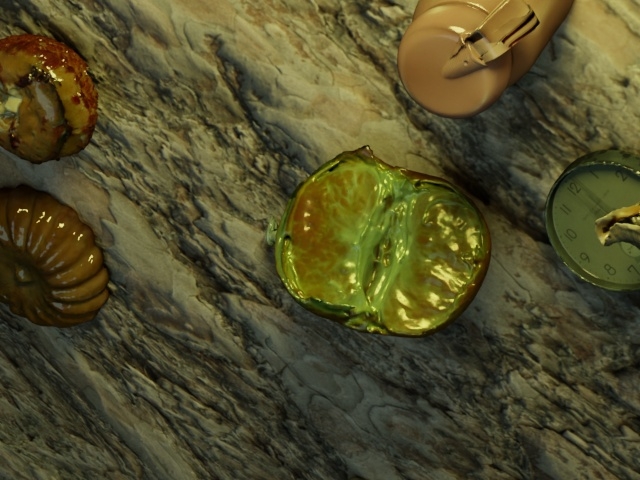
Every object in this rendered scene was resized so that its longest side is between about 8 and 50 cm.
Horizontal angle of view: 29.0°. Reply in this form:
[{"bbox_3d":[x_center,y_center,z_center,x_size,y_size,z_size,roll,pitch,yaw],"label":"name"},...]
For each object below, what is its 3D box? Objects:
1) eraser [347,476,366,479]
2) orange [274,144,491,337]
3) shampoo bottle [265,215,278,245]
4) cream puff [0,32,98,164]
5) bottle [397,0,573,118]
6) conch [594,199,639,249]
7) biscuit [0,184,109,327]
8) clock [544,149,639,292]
[{"bbox_3d":[0.196,0.578,2.410,0.352,0.111,0.077,19,135,17],"label":"eraser"},{"bbox_3d":[0.094,0.020,1.920,0.334,0.263,0.196,13,158,8],"label":"orange"},{"bbox_3d":[0.000,0.000,2.097,0.204,0.065,0.065,7,128,27],"label":"shampoo bottle"},{"bbox_3d":[-0.483,-0.247,2.122,0.240,0.164,0.240,19,122,32],"label":"cream puff"},{"bbox_3d":[0.215,-0.285,1.565,0.173,0.297,0.206,50,134,-11],"label":"bottle"},{"bbox_3d":[0.520,-0.012,1.625,0.291,0.210,0.159,-22,111,-2],"label":"conch"},{"bbox_3d":[-0.570,0.045,2.457,0.325,0.107,0.326,15,128,21],"label":"biscuit"},{"bbox_3d":[0.427,-0.025,1.796,0.214,0.042,0.215,19,125,30],"label":"clock"}]
